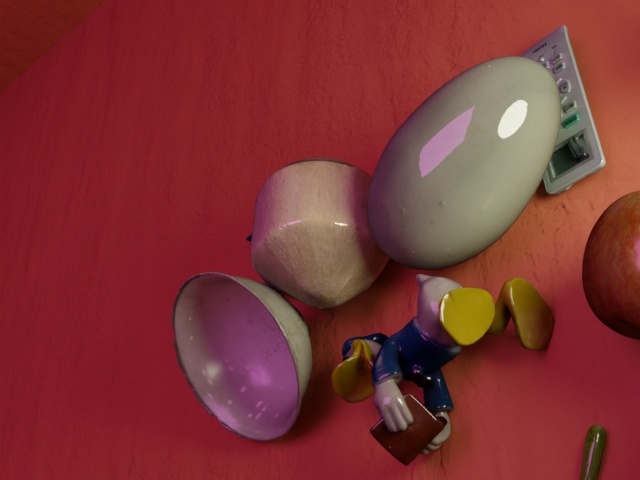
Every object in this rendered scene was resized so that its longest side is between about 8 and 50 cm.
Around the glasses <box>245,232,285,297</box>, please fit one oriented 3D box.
[{"bbox_3d":[-0.113,0.062,1.716,0.189,0.088,0.220,-65,19,-7],"label":"glasses"}]

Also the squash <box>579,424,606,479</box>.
[{"bbox_3d":[0.345,0.277,1.091,0.027,0.027,0.089,-4,64,46],"label":"squash"}]

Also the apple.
[{"bbox_3d":[0.417,0.036,1.047,0.188,0.188,0.173,10,77,49],"label":"apple"}]

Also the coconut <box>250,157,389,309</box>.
[{"bbox_3d":[0.000,0.000,1.478,0.237,0.237,0.266,-31,40,29],"label":"coconut"}]

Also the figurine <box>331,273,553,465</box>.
[{"bbox_3d":[0.144,0.194,1.291,0.338,0.205,0.283,-11,64,57],"label":"figurine"}]

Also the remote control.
[{"bbox_3d":[0.380,-0.210,1.360,0.103,0.051,0.293,-34,46,39],"label":"remote control"}]

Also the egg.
[{"bbox_3d":[0.220,-0.115,1.315,0.371,0.230,0.230,-52,38,20],"label":"egg"}]

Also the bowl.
[{"bbox_3d":[-0.108,0.179,1.514,0.313,0.146,0.313,19,121,35],"label":"bowl"}]
